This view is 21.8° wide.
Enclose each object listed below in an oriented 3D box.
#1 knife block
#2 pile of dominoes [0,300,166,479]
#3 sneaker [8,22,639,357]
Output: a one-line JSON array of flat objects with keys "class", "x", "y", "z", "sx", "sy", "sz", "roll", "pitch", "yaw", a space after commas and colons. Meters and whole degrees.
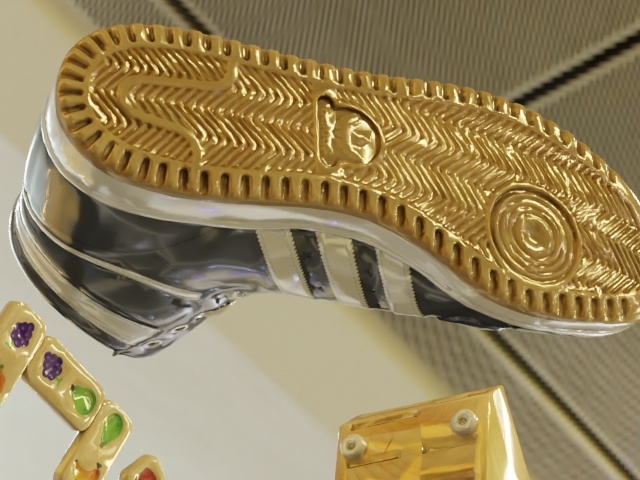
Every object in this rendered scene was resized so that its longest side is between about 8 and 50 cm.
[{"class": "knife block", "x": 0.091, "y": 0.248, "z": 0.851, "sx": 0.088, "sy": 0.276, "sz": 0.242, "roll": -14, "pitch": -42, "yaw": 24}, {"class": "pile of dominoes", "x": -0.159, "y": 0.188, "z": 0.874, "sx": 0.040, "sy": 0.251, "sz": 0.196, "roll": 3, "pitch": -37, "yaw": 41}, {"class": "sneaker", "x": 0.000, "y": 0.000, "z": 0.737, "sx": 0.282, "sy": 0.099, "sz": 0.153, "roll": 16, "pitch": -32, "yaw": -19}]
